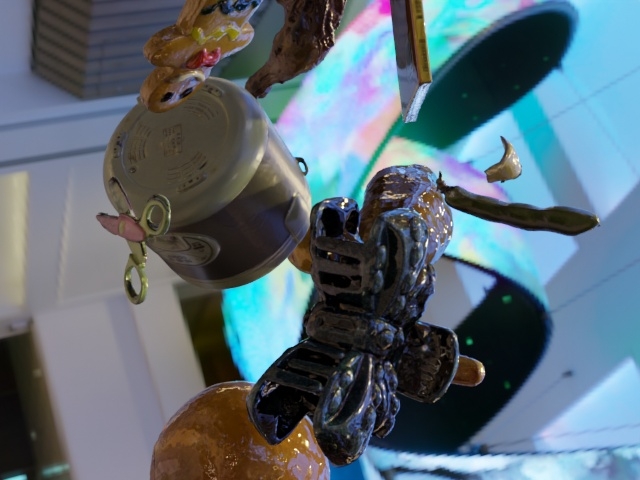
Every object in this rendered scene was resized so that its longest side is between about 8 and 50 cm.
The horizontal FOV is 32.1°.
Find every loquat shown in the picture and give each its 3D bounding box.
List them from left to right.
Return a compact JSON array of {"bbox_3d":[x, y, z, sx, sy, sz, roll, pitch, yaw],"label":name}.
[{"bbox_3d":[-0.141,0.406,1.918,0.328,0.328,0.328,168,-90,-69],"label":"loquat"},{"bbox_3d":[0.000,0.000,1.911,0.137,0.137,0.113,48,-24,53],"label":"loquat"}]

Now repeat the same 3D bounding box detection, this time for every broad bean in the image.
[{"bbox_3d":[0.258,-0.040,1.473,0.227,0.039,0.069,15,-28,20],"label":"broad bean"}]

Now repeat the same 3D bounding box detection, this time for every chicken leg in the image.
[{"bbox_3d":[-0.048,-0.404,2.110,0.177,0.083,0.322,24,-80,45],"label":"chicken leg"}]

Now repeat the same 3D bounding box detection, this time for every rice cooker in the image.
[{"bbox_3d":[-0.174,-0.083,1.737,0.288,0.288,0.277,62,3,36],"label":"rice cooker"}]

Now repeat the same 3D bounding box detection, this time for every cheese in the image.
[{"bbox_3d":[0.298,-0.122,1.811,0.041,0.084,0.060,15,-36,37],"label":"cheese"}]

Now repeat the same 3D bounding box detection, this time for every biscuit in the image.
[{"bbox_3d":[-0.117,-0.219,1.180,0.035,0.158,0.240,51,-50,15],"label":"biscuit"}]

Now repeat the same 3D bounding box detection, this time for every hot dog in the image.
[{"bbox_3d":[0.227,0.249,2.222,0.047,0.216,0.066,45,55,-56],"label":"hot dog"}]

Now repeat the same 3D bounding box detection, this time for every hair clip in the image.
[{"bbox_3d":[0.044,0.110,1.312,0.194,0.206,0.310,14,-101,30],"label":"hair clip"}]

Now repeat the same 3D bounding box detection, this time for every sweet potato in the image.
[{"bbox_3d":[0.121,-0.014,1.675,0.369,0.158,0.158,-64,152,-68],"label":"sweet potato"}]

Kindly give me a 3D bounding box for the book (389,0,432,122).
[{"bbox_3d":[0.119,-0.379,1.625,0.262,0.028,0.374,84,1,-85],"label":"book"}]

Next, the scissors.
[{"bbox_3d":[-0.230,-0.017,1.337,0.187,0.020,0.133,42,-64,52],"label":"scissors"}]
